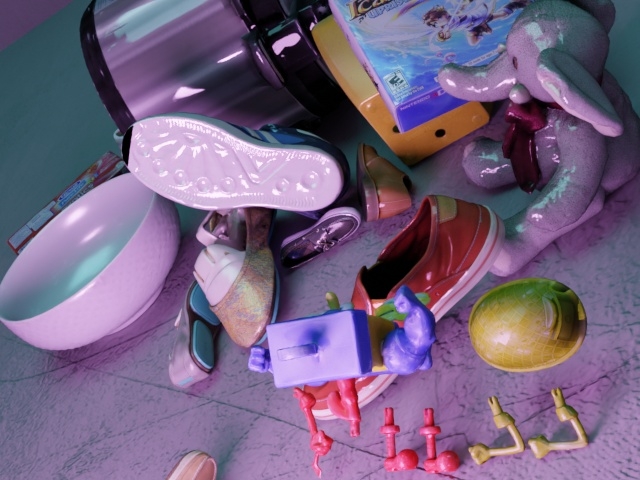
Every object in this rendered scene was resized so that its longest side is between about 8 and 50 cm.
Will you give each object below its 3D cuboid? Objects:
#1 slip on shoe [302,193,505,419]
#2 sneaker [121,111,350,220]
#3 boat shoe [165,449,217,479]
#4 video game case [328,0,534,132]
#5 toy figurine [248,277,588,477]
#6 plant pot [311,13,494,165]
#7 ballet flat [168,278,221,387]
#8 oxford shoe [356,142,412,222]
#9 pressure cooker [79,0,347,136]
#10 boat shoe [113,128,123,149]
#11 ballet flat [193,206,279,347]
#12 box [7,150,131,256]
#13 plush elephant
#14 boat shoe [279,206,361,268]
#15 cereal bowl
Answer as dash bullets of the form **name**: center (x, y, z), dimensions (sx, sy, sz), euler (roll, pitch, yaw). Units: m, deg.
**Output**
- **slip on shoe**: center (0.072, 0.075, 1.395), dimensions (0.331, 0.101, 0.123), euler (-51, 24, 24)
- **sneaker**: center (-0.116, -0.114, 1.789), dimensions (0.236, 0.323, 0.130), euler (-79, -1, -82)
- **boat shoe**: center (-0.154, 0.331, 1.396), dimensions (0.072, 0.068, 0.190), euler (1, 55, 34)
- **video game case**: center (0.175, -0.295, 1.611), dimensions (0.270, 0.061, 0.244), euler (-25, 53, -1)
- **toy figurine**: center (0.055, 0.132, 1.190), dimensions (0.363, 0.217, 0.191), euler (-10, 76, 37)
- **plant pot**: center (0.137, -0.238, 1.764), dimensions (0.212, 0.212, 0.187), euler (-29, 41, 18)
- **ballet flat**: center (-0.182, 0.126, 1.723), dimensions (0.068, 0.072, 0.213), euler (-35, 26, 23)
- **oxford shoe**: center (0.089, -0.083, 1.735), dimensions (0.076, 0.076, 0.212), euler (-6, 27, -3)
- **pressure cooker**: center (-0.136, -0.330, 2.011), dimensions (0.420, 0.375, 0.369), euler (-28, 68, 15)
- **boat shoe**: center (-0.243, -0.280, 2.317), dimensions (0.367, 0.156, 0.136), euler (-32, 28, 13)
- **ballet flat**: center (-0.127, 0.026, 1.750), dimensions (0.123, 0.123, 0.348), euler (-30, 28, 16)
- **box**: center (-0.420, -0.028, 2.188), dimensions (0.257, 0.122, 0.128), euler (-44, 28, -10)
- **plush elephant**: center (0.263, -0.162, 1.414), dimensions (0.330, 0.255, 0.271), euler (-25, 30, 25)
- **boat shoe**: center (0.000, 0.000, 1.723), dimensions (0.142, 0.049, 0.040), euler (-29, 34, 31)
- **cereal bowl**: center (-0.355, 0.052, 1.968), dimensions (0.339, 0.141, 0.339), euler (-29, 28, 17)
